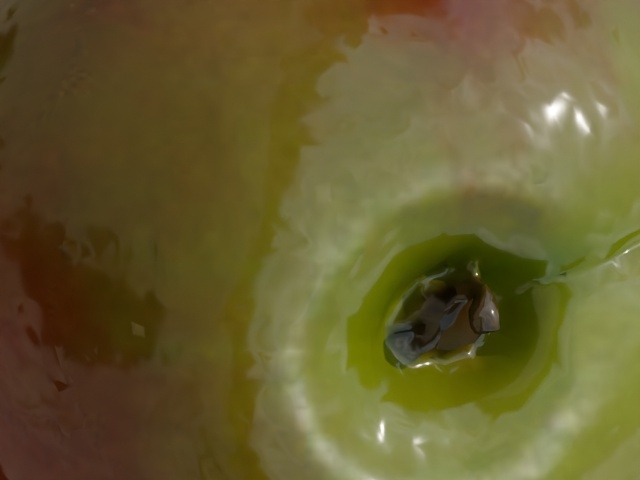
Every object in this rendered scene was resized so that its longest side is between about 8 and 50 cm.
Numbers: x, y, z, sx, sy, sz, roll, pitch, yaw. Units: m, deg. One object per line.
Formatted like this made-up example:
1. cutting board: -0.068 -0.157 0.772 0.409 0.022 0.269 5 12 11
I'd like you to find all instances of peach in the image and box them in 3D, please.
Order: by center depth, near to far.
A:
1. peach: 0.000 0.000 0.517 0.231 0.231 0.231 9 90 -78
